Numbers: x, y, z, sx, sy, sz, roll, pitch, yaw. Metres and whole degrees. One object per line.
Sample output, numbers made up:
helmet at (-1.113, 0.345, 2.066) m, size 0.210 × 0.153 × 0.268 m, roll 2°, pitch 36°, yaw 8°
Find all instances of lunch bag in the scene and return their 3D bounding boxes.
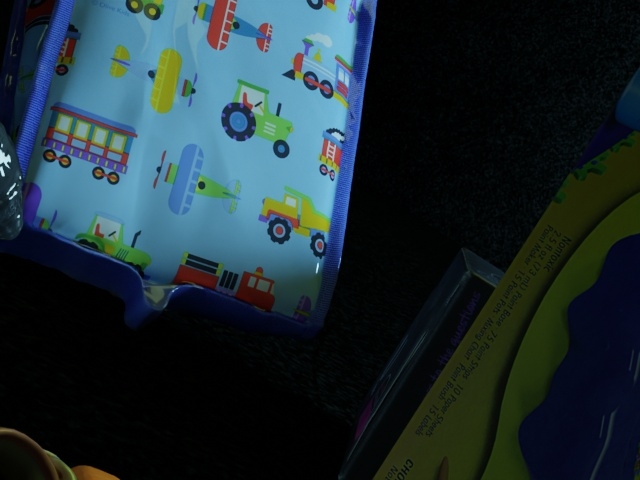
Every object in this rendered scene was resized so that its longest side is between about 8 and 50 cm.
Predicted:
lunch bag at (-0.088, -0.075, 0.839) m, size 0.221 × 0.138 × 0.293 m, roll 21°, pitch 52°, yaw -25°

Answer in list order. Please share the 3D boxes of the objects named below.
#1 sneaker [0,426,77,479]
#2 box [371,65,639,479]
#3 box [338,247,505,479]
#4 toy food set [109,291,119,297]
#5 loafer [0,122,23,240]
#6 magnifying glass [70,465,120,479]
sneaker at (-0.104, 0.076, 0.380) m, size 0.051 × 0.070 × 0.134 m, roll 25°, pitch 9°, yaw -30°
box at (0.172, 0.118, 0.374) m, size 0.177 × 0.290 × 0.279 m, roll 26°, pitch 8°, yaw -39°
box at (0.162, 0.138, 0.772) m, size 0.270 × 0.143 × 0.165 m, roll 33°, pitch 6°, yaw 3°
toy food set at (-0.150, 0.002, 0.867) m, size 0.122 × 0.019 × 0.078 m, roll 37°, pitch 9°, yaw 33°
loafer at (-0.248, -0.062, 0.737) m, size 0.223 × 0.076 × 0.078 m, roll 28°, pitch -33°, yaw 34°
magnifying glass at (-0.055, 0.133, 0.392) m, size 0.092 × 0.026 × 0.231 m, roll 28°, pitch 10°, yaw -24°
